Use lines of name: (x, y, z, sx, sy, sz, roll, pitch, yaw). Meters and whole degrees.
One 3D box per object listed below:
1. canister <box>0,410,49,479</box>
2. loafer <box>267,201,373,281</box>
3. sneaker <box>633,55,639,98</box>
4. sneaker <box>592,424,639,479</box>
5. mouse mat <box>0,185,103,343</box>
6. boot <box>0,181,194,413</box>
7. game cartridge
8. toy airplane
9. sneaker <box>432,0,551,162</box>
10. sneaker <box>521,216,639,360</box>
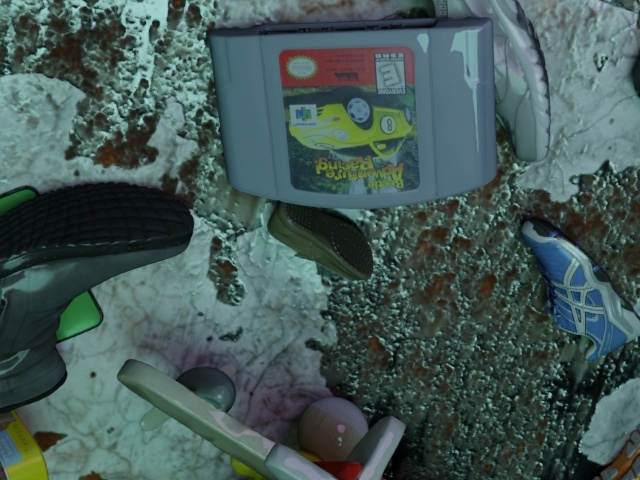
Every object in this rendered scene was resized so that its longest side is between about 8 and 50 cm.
canister: (-0.403, 0.261, 1.320, 0.170, 0.126, 0.073, -20, 126, -28)
loafer: (0.000, 0.000, 1.337, 0.148, 0.056, 0.050, 37, 140, -27)
sneaker: (0.507, -0.115, 1.309, 0.341, 0.139, 0.125, 20, 107, -16)
sneaker: (0.427, 0.293, 1.504, 0.083, 0.084, 0.215, 32, 114, -22)
mouse mat: (-0.349, 0.044, 1.331, 0.153, 0.007, 0.189, -22, 112, 2)
boot: (-0.299, 0.070, 1.297, 0.338, 0.118, 0.222, -10, 127, -10)
game cartridge: (0.036, -0.130, 1.240, 0.294, 0.060, 0.196, -1, 118, 13)
toy airplane: (-0.010, 0.274, 1.331, 0.384, 0.272, 0.386, 3, 131, 25)
sneaker: (0.169, -0.207, 1.262, 0.115, 0.105, 0.281, -18, 108, 17)
sneaker: (0.296, 0.060, 1.384, 0.081, 0.080, 0.211, -40, 111, 6)
